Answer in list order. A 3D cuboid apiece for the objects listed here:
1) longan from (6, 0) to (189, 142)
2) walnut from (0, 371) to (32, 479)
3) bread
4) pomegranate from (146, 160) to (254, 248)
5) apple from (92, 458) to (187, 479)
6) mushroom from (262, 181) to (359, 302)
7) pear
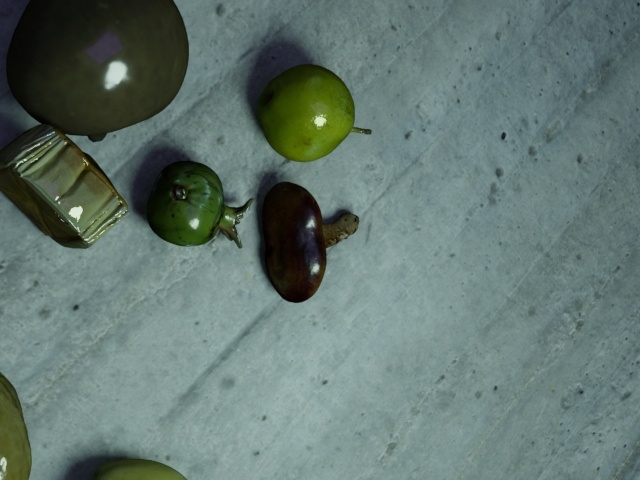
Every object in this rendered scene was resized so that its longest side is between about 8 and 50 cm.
[{"bbox_3d":[-0.341,-0.284,1.188,0.300,0.243,0.300,-29,144,-24],"label":"longan"},{"bbox_3d":[-0.544,0.291,1.101,0.227,0.283,0.283,-15,101,16],"label":"walnut"},{"bbox_3d":[-0.406,-0.083,1.174,0.110,0.209,0.192,-48,112,-23],"label":"bread"},{"bbox_3d":[-0.207,-0.051,1.329,0.191,0.131,0.152,27,76,-34],"label":"pomegranate"},{"bbox_3d":[-0.305,0.460,1.263,0.199,0.200,0.200,-1,92,-28],"label":"apple"},{"bbox_3d":[0.000,0.000,1.456,0.217,0.148,0.227,-6,100,-44],"label":"mushroom"},{"bbox_3d":[-0.006,-0.228,1.408,0.216,0.166,0.180,16,124,-31],"label":"pear"}]
